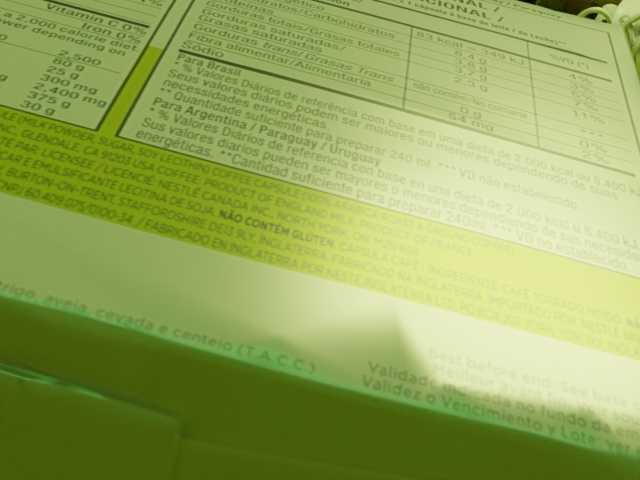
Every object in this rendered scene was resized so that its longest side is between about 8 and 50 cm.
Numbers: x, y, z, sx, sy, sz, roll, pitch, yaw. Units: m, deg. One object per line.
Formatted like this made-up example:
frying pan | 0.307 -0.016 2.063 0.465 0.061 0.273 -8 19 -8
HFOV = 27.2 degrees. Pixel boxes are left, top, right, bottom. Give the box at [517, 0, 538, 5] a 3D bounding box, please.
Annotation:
box | -0.109 -0.342 1.146 0.480 0.297 0.472 10 25 -44

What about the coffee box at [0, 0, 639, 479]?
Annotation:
coffee box | -0.075 0.078 0.531 0.338 0.337 0.334 14 29 -2

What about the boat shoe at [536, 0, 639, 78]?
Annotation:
boat shoe | 0.330 -0.205 1.390 0.156 0.135 0.367 -3 32 -29
